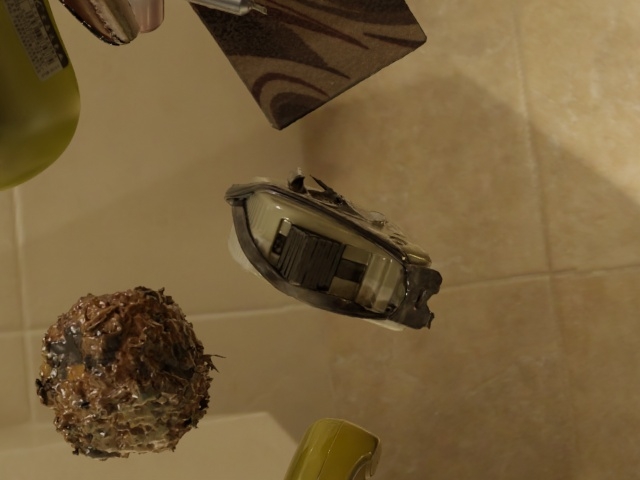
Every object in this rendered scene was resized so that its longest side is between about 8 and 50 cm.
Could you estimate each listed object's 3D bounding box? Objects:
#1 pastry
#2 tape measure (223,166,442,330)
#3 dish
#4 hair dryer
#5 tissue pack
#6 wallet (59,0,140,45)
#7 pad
[{"bbox_3d":[-0.281,0.204,1.375,0.275,0.274,0.193,-67,26,14],"label":"pastry"},{"bbox_3d":[0.000,0.000,1.145,0.271,0.231,0.133,-125,55,-69],"label":"tape measure"},{"bbox_3d":[-0.330,-0.148,0.796,0.221,0.108,0.263,-5,112,4],"label":"dish"},{"bbox_3d":[-0.090,-0.167,0.652,0.114,0.037,0.063,17,137,9],"label":"hair dryer"},{"bbox_3d":[0.008,0.358,1.428,0.127,0.123,0.178,19,65,12],"label":"tissue pack"},{"bbox_3d":[-0.159,-0.195,0.410,0.137,0.255,0.031,37,74,21],"label":"wallet"},{"bbox_3d":[-0.054,-0.309,1.081,0.220,0.004,0.330,-29,106,20],"label":"pad"}]
